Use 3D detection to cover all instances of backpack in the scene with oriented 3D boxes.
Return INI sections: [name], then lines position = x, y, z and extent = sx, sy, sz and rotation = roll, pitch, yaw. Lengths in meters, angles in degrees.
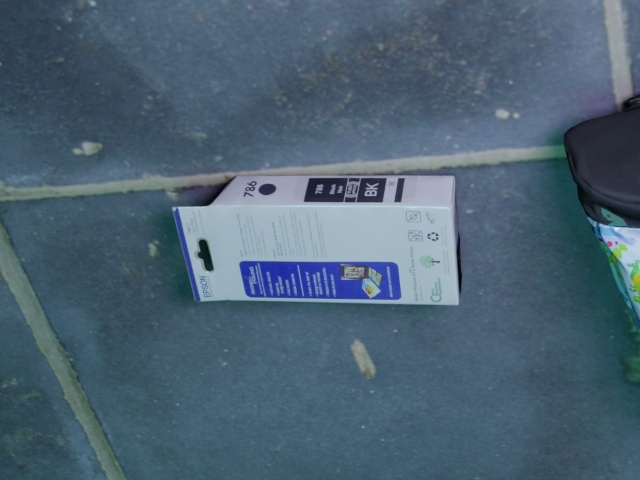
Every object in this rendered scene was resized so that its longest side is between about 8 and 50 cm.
[backpack]
position = 0.443, 0.028, 1.565
extent = 0.290, 0.273, 0.355
rotation = -11, 143, 12

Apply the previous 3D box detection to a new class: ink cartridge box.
[ink cartridge box]
position = 0.000, 0.000, 1.730
extent = 0.332, 0.065, 0.165
rotation = 0, 133, 9
